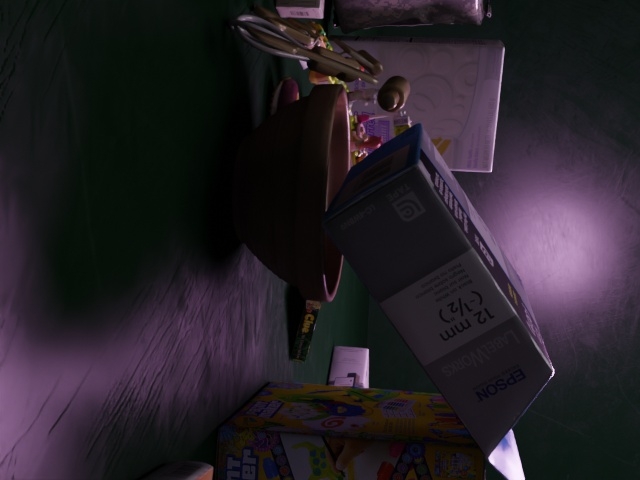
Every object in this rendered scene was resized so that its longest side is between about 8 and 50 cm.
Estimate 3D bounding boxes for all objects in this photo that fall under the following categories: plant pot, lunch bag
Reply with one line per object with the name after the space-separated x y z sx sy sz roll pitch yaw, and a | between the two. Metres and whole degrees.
-0.032 -0.054 0.820 0.237 0.109 0.237 4 90 -82 | plant pot
0.157 -0.504 1.344 0.213 0.305 0.256 -78 164 -45 | lunch bag

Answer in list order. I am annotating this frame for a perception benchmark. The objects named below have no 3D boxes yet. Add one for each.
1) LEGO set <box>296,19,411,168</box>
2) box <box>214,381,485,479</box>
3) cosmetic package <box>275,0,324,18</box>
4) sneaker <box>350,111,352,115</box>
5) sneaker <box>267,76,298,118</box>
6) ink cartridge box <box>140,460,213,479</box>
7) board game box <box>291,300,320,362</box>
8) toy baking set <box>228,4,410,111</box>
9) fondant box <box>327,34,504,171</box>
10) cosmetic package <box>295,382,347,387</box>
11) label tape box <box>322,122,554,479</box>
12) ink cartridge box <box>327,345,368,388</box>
0.058 -0.168 0.999 0.132 0.107 0.287 -64 145 -56 | LEGO set
0.043 0.286 0.892 0.290 0.279 0.177 6 88 -82 | box
-0.023 -0.347 0.948 0.041 0.060 0.115 20 75 -83 | cosmetic package
-0.010 -0.156 1.111 0.212 0.080 0.094 -36 135 -68 | sneaker
-0.023 -0.115 0.953 0.069 0.083 0.186 -57 150 -75 | sneaker
-0.122 0.265 0.536 0.145 0.045 0.179 31 60 -81 | ink cartridge box
-0.006 0.080 1.289 0.260 0.030 0.136 -74 176 -58 | board game box
0.005 -0.187 0.773 0.256 0.196 0.030 -73 -171 -69 | toy baking set
0.171 -0.263 1.417 0.096 0.330 0.238 -66 158 -65 | fondant box
0.051 0.357 1.187 0.138 0.224 0.225 -5 99 -82 | cosmetic package
0.154 0.061 0.785 0.348 0.115 0.249 53 16 -9 | label tape box
0.065 0.394 1.811 0.219 0.092 0.160 -78 168 -52 | ink cartridge box
